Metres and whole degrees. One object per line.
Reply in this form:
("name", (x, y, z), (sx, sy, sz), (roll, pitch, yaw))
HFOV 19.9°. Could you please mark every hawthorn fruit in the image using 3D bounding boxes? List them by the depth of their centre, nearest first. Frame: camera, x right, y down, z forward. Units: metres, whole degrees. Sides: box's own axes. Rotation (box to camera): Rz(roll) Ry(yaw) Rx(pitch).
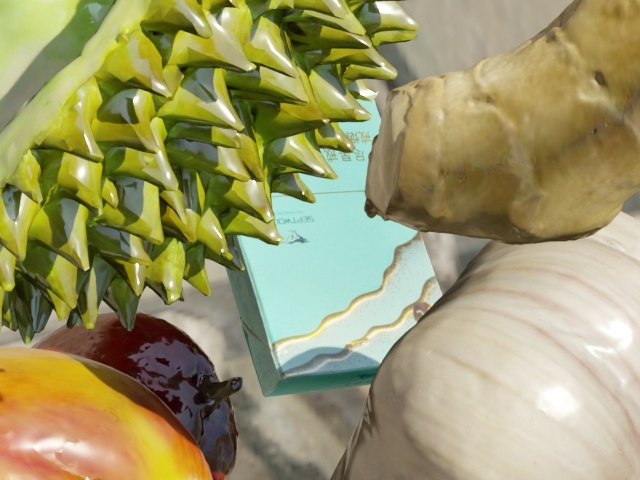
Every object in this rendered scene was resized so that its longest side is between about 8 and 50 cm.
("hawthorn fruit", (-0.165, 0.167, 1.558), (0.215, 0.250, 0.215), (54, 21, -32))

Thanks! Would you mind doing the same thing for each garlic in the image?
("garlic", (0.130, 0.134, 1.124), (0.241, 0.322, 0.322), (29, 32, -5))

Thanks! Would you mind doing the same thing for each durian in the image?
("durian", (-0.056, -0.096, 0.614), (0.169, 0.355, 0.157), (36, -1, 21))

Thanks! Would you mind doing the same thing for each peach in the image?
("peach", (-0.188, 0.177, 0.935), (0.238, 0.281, 0.281), (-81, 150, -48))

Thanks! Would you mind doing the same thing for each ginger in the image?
("ginger", (0.098, -0.054, 0.730), (0.095, 0.190, 0.069), (55, 20, 9))

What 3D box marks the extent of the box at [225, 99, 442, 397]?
("box", (0.000, 0.001, 1.379), (0.162, 0.041, 0.229), (-5, 66, -31))
